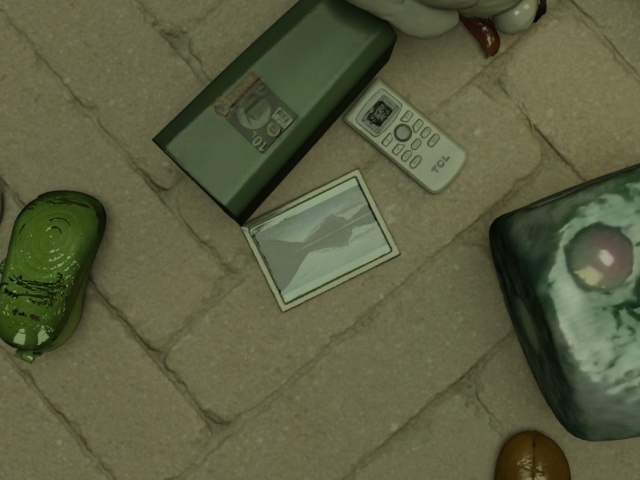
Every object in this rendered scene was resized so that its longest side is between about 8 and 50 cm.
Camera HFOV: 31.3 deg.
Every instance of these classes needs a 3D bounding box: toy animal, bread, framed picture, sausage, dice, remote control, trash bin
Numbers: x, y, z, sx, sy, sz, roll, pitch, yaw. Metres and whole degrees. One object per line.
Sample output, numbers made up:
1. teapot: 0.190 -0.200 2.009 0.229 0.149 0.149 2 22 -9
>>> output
1. toy animal: 0.162 -0.379 1.559 0.357 0.194 0.258 -29 89 -39
2. bread: 0.316 0.378 1.694 0.114 0.077 0.189 1 87 -4
3. framed picture: 0.000 0.000 1.729 0.203 0.015 0.150 -26 89 0
4. sausage: 0.221 -0.345 1.721 0.042 0.036 0.158 -37 89 26
5. dice: 0.445 0.066 1.568 0.348 0.330 0.328 -21 90 -1
6. remote control: 0.131 -0.155 1.723 0.190 0.029 0.087 41 90 1
7. trash bin: -0.062 -0.203 1.632 0.158 0.223 0.343 42 89 1

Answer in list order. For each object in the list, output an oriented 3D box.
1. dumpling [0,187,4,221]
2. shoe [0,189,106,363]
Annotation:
1. dumpling: -0.547 -0.022 1.697 0.151 0.124 0.229 0 96 -35
2. shoe: -0.408 0.048 1.681 0.140 0.128 0.262 15 61 -8
